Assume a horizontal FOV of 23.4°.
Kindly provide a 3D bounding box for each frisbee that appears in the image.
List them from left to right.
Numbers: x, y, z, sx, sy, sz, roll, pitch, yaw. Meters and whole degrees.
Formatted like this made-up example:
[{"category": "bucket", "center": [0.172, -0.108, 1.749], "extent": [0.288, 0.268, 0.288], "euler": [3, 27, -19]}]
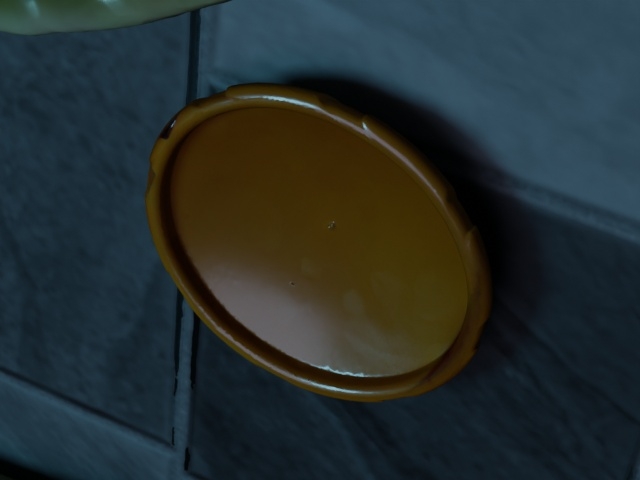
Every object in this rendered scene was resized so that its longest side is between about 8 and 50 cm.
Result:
[{"category": "frisbee", "center": [0.000, 0.000, 0.779], "extent": [0.192, 0.035, 0.192], "euler": [18, 132, 21]}]

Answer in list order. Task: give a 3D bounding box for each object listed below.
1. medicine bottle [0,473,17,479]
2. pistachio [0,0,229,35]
[{"category": "medicine bottle", "center": [-0.325, 0.171, 1.075], "extent": [0.426, 0.108, 0.108], "euler": [16, 131, 23]}, {"category": "pistachio", "center": [-0.067, -0.181, 0.560], "extent": [0.332, 0.226, 0.208], "euler": [-3, 162, 27]}]
